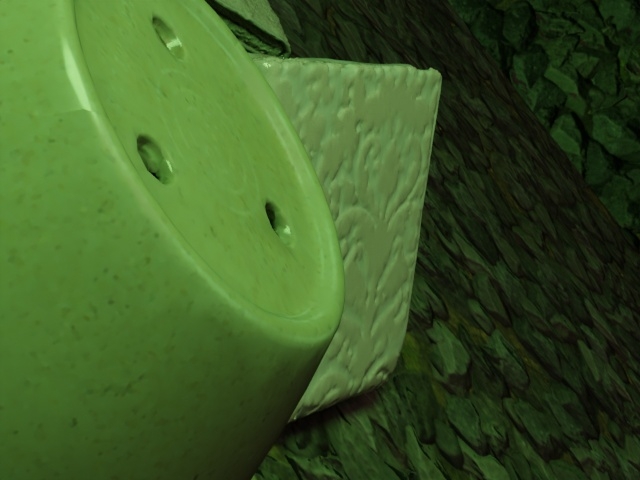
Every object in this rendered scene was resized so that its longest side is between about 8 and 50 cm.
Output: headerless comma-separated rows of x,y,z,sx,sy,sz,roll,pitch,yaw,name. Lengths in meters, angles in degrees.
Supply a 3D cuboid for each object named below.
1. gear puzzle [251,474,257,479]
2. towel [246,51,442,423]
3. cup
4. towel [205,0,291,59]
-0.047,0.213,0.839,0.175,0.044,0.339,0,62,-62,gear puzzle
0.000,0.000,1.118,0.332,0.053,0.317,-8,108,-61,towel
-0.132,0.017,0.492,0.331,0.237,0.331,50,22,-29,cup
-0.151,-0.338,1.569,0.282,0.049,0.187,24,37,-50,towel
